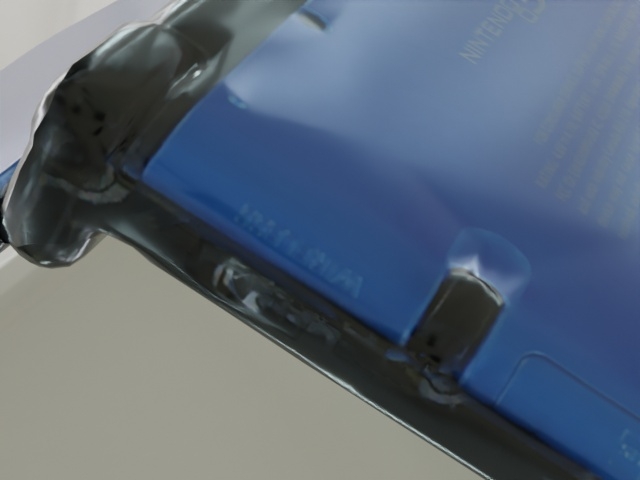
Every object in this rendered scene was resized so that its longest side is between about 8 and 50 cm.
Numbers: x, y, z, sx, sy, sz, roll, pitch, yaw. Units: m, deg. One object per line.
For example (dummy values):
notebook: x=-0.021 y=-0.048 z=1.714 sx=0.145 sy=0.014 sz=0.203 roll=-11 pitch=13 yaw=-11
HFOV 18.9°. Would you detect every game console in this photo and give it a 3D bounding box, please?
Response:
game console: x=0.000 y=0.000 z=0.495 sx=0.250 sy=0.173 sz=0.293 roll=33 pitch=-149 yaw=3
